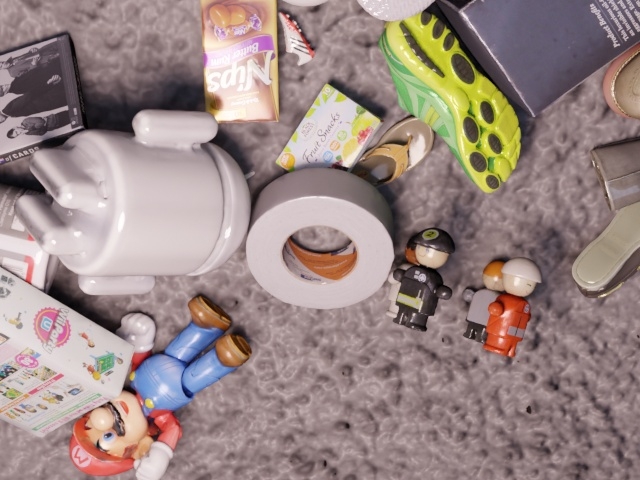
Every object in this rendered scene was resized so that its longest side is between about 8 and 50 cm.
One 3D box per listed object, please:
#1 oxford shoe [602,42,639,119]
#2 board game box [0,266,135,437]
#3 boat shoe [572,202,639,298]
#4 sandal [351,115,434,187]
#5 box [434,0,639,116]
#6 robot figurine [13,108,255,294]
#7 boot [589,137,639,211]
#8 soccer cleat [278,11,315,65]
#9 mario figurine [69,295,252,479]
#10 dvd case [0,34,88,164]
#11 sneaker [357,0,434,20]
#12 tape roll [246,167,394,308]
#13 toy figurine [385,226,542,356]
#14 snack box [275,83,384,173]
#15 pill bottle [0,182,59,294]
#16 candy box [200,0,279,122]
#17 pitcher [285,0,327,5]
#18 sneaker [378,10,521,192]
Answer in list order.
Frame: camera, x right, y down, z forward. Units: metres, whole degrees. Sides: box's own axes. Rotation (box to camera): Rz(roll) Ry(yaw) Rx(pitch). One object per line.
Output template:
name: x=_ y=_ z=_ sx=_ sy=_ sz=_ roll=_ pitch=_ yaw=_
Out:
oxford shoe: x=0.596 y=-0.302 z=1.618 sx=0.397 sy=0.146 sz=0.140 roll=-42 pitch=103 yaw=9
board game box: x=-0.461 y=0.155 z=1.640 sx=0.303 sy=0.097 sz=0.224 roll=36 pitch=135 yaw=-28
boat shoe: x=0.480 y=-0.001 z=1.743 sx=0.228 sy=0.081 sz=0.069 roll=-40 pitch=148 yaw=-3
sandal: x=0.095 y=-0.118 z=1.700 sx=0.180 sy=0.049 sz=0.072 roll=-32 pitch=105 yaw=7
box: x=0.327 y=-0.340 z=1.520 sx=0.294 sy=0.296 sz=0.183 roll=-35 pitch=105 yaw=8
robot figurine: x=-0.241 y=-0.050 z=1.586 sx=0.353 sy=0.200 sz=0.300 roll=2 pitch=125 yaw=-45
boot: x=0.530 y=-0.087 z=1.687 sx=0.208 sy=0.076 sz=0.190 roll=-18 pitch=62 yaw=-4
soccer cleat: x=-0.041 y=-0.294 z=1.655 sx=0.035 sy=0.029 sz=0.083 roll=-36 pitch=109 yaw=3
mario figurine: x=-0.264 y=0.233 z=1.718 sx=0.320 sy=0.198 sz=0.170 roll=-44 pitch=116 yaw=5
dvd case: x=-0.454 y=-0.186 z=1.605 sx=0.238 sy=0.179 sz=0.029 roll=-18 pitch=149 yaw=3
sneaker: x=0.185 y=-0.459 z=1.503 sx=0.366 sy=0.210 sz=0.137 roll=-39 pitch=116 yaw=19
tape roll: x=0.000 y=0.000 z=1.677 sx=0.219 sy=0.072 sz=0.219 roll=2 pitch=130 yaw=2
toy figurine: x=0.207 y=0.070 z=1.679 sx=0.213 sy=0.209 sz=0.148 roll=16 pitch=91 yaw=-2
snack box: x=0.014 y=-0.147 z=1.681 sx=0.100 sy=0.037 sz=0.141 roll=35 pitch=102 yaw=9
pill bottle: x=-0.523 y=-0.017 z=1.645 sx=0.283 sy=0.161 sz=0.161 roll=14 pitch=105 yaw=-6
candy box: x=-0.116 y=-0.266 z=1.648 sx=0.109 sy=0.053 sz=0.187 roll=-2 pitch=108 yaw=-3
pitcher: x=-0.002 y=-0.401 z=1.533 sx=0.178 sy=0.207 sz=0.125 roll=-42 pitch=104 yaw=8
sneaker: x=0.188 y=-0.205 z=1.644 sx=0.109 sy=0.123 sz=0.295 roll=-37 pitch=103 yaw=-14
